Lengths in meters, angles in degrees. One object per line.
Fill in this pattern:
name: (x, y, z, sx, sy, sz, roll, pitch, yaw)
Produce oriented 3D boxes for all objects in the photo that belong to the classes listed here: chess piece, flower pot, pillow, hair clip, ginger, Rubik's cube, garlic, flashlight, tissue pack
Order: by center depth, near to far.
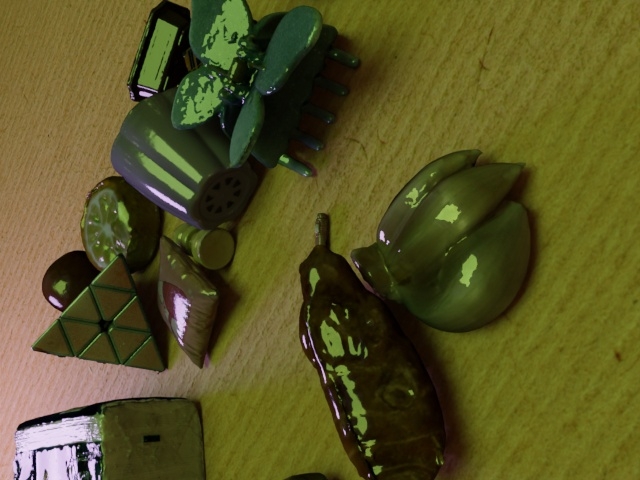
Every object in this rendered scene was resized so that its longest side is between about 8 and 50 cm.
garlic: (0.202, 0.010, 1.200, 0.325, 0.132, 0.278, -40, 66, 38)
ginger: (0.077, 0.222, 1.250, 0.176, 0.254, 0.418, -25, 73, -5)
hair clip: (-0.095, -0.302, 1.446, 0.392, 0.239, 0.318, 33, 106, 41)
flashlight: (0.000, 0.000, 1.456, 0.052, 0.031, 0.110, -7, 79, 43)
flower pot: (-0.275, -0.161, 1.620, 0.243, 0.265, 0.265, 41, 113, 25)
pillow: (-0.303, 0.137, 1.669, 0.223, 0.084, 0.236, 42, 135, 35)
chess piece: (-0.273, 0.002, 1.691, 0.171, 0.094, 0.094, 19, 97, 52)
tissue pack: (-0.496, 0.500, 1.696, 0.417, 0.264, 0.253, -18, 73, 41)
Rubik's cube: (-0.508, 0.183, 1.786, 0.229, 0.229, 0.233, -5, 65, 28)
flower pot: (-0.355, -0.435, 1.789, 0.084, 0.179, 0.250, 26, 103, 17)

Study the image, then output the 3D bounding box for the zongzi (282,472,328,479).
zongzi: (-0.067, 0.638, 1.353, 0.323, 0.160, 0.360, -38, 66, 40)

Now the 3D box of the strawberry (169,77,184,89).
strawberry: (-0.339, -0.272, 1.759, 0.111, 0.190, 0.236, 43, 94, 4)

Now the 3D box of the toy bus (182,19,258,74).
toy bus: (-0.224, -0.429, 1.697, 0.182, 0.091, 0.103, -29, 64, 36)

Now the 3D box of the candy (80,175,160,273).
candy: (-0.515, -0.037, 1.899, 0.260, 0.118, 0.259, -4, 84, 44)

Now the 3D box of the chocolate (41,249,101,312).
chocolate: (-0.658, 0.107, 1.988, 0.177, 0.177, 0.176, -8, 78, 43)
